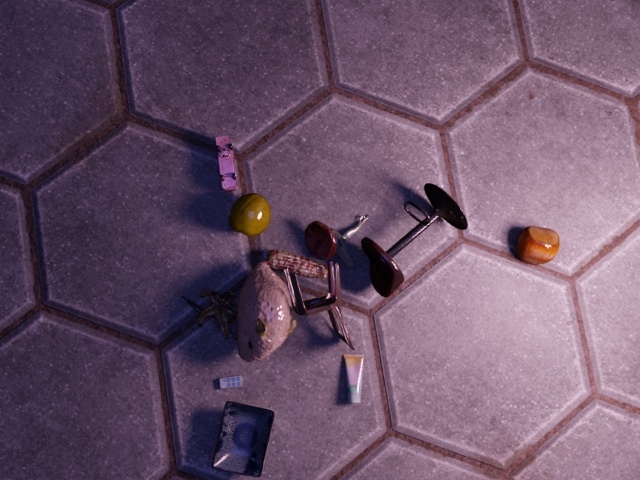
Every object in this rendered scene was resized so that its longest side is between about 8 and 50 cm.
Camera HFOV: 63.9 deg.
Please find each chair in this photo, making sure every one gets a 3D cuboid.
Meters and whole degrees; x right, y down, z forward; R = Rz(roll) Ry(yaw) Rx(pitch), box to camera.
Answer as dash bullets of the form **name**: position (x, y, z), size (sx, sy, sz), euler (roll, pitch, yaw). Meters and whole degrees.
- **chair**: position (0.314, 0.002, 1.867), size (0.401, 0.226, 0.226), euler (-41, 88, -5)
- **chair**: position (-0.002, 0.246, 1.826), size (0.183, 0.175, 0.326), euler (-12, 94, -11)

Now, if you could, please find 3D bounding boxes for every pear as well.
- **pear**: position (-0.255, -0.092, 1.887), size (0.149, 0.149, 0.162), euler (31, 83, 0)

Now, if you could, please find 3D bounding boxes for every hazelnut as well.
- **hazelnut**: position (0.823, 0.019, 1.948), size (0.150, 0.150, 0.150), euler (0, 85, -3)

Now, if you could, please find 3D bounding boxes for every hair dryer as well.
- **hair dryer**: position (0.124, 0.008, 1.955), size (0.199, 0.067, 0.167), euler (-22, 95, -19)

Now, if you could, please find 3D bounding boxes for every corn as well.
- **corn**: position (-0.087, 0.093, 1.916), size (0.237, 0.079, 0.079), euler (17, 84, -4)

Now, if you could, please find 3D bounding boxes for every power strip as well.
- **power strip**: position (-0.330, 0.521, 1.889), size (0.090, 0.016, 0.040), euler (-7, 85, -4)

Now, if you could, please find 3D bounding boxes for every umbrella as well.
- **umbrella**: position (-0.408, 0.285, 1.905), size (0.269, 0.044, 0.044), euler (36, 110, 10)

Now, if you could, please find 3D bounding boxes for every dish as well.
- **dish**: position (-0.273, 0.702, 1.844), size (0.182, 0.080, 0.243), euler (12, 86, -1)

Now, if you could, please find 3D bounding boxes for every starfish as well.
- **starfish**: position (-0.372, 0.264, 1.859), size (0.146, 0.074, 0.189), euler (-7, 66, -17)

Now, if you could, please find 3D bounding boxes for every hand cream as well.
- **hand cream**: position (0.123, 0.511, 1.904), size (0.076, 0.047, 0.174), euler (1, 76, -1)

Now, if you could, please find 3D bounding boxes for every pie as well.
- **pie**: position (0.000, 0.000, 1.907), size (0.036, 0.154, 0.154), euler (-24, 85, -45)

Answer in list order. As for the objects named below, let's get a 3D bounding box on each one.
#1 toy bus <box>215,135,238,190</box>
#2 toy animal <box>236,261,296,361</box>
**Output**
- **toy bus**: position (-0.351, -0.285, 1.927), size (0.063, 0.090, 0.203), euler (-8, 86, -4)
- **toy animal**: position (-0.194, 0.247, 1.818), size (0.188, 0.227, 0.358), euler (7, 76, -41)
